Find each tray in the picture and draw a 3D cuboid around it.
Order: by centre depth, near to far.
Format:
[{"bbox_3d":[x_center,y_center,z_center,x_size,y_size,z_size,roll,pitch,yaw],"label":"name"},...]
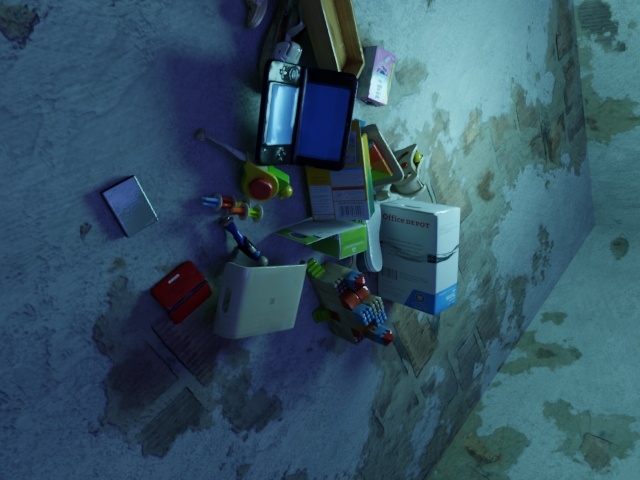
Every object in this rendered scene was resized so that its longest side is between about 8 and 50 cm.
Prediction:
[{"bbox_3d":[0.034,-0.651,1.428,0.411,0.076,0.203,69,37,-49],"label":"tray"}]

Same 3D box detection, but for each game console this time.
[{"bbox_3d":[-0.039,-0.352,1.383,0.250,0.173,0.294,-19,121,-58],"label":"game console"},{"bbox_3d":[-0.401,0.151,1.388,0.144,0.085,0.124,-43,95,-26],"label":"game console"}]

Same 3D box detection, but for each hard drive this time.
[{"bbox_3d":[-0.493,-0.087,1.239,0.094,0.022,0.135,-38,123,-29],"label":"hard drive"}]

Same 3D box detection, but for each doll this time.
[{"bbox_3d":[-0.225,0.013,1.436,0.046,0.129,0.189,-45,112,-17],"label":"doll"}]

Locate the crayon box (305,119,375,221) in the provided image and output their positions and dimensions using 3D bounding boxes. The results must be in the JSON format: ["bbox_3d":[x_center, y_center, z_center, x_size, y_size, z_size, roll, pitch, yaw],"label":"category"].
[{"bbox_3d":[0.059,-0.229,1.567,0.083,0.202,0.323,-52,138,-60],"label":"crayon box"}]

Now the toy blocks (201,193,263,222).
[{"bbox_3d":[-0.257,-0.096,1.378,0.148,0.123,0.054,4,109,-43],"label":"toy blocks"}]

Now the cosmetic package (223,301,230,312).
[{"bbox_3d":[-0.205,0.213,1.546,0.238,0.060,0.099,-26,115,-34],"label":"cosmetic package"}]

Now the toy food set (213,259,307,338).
[{"bbox_3d":[-0.176,0.167,1.462,0.306,0.092,0.220,-1,108,-48],"label":"toy food set"}]

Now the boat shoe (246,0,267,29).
[{"bbox_3d":[-0.182,-0.678,1.344,0.059,0.062,0.170,24,75,-40],"label":"boat shoe"}]

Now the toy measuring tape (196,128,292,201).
[{"bbox_3d":[-0.230,-0.201,1.406,0.329,0.121,0.122,27,82,-26],"label":"toy measuring tape"}]

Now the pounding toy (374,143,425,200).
[{"bbox_3d":[0.308,-0.264,1.796,0.155,0.154,0.270,48,56,-38],"label":"pounding toy"}]

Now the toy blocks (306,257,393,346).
[{"bbox_3d":[0.116,0.239,1.704,0.190,0.260,0.382,-39,123,-28],"label":"toy blocks"}]

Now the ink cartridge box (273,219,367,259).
[{"bbox_3d":[0.000,0.000,1.590,0.255,0.188,0.097,-19,115,-36],"label":"ink cartridge box"}]

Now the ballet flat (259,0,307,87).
[{"bbox_3d":[-0.091,-0.599,1.405,0.123,0.123,0.349,14,92,-43],"label":"ballet flat"}]

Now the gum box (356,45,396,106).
[{"bbox_3d":[0.198,-0.579,1.702,0.107,0.062,0.189,6,97,-42],"label":"gum box"}]

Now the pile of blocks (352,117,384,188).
[{"bbox_3d":[0.146,-0.344,1.662,0.362,0.148,0.113,56,36,-38],"label":"pile of blocks"}]

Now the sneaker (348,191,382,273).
[{"bbox_3d":[0.148,-0.034,1.770,0.126,0.127,0.322,26,58,-48],"label":"sneaker"}]

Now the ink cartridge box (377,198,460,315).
[{"bbox_3d":[0.379,0.052,1.873,0.166,0.285,0.396,-16,112,-39],"label":"ink cartridge box"}]

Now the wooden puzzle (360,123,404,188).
[{"bbox_3d":[0.141,-0.265,1.632,0.239,0.220,0.044,53,38,-36],"label":"wooden puzzle"}]
